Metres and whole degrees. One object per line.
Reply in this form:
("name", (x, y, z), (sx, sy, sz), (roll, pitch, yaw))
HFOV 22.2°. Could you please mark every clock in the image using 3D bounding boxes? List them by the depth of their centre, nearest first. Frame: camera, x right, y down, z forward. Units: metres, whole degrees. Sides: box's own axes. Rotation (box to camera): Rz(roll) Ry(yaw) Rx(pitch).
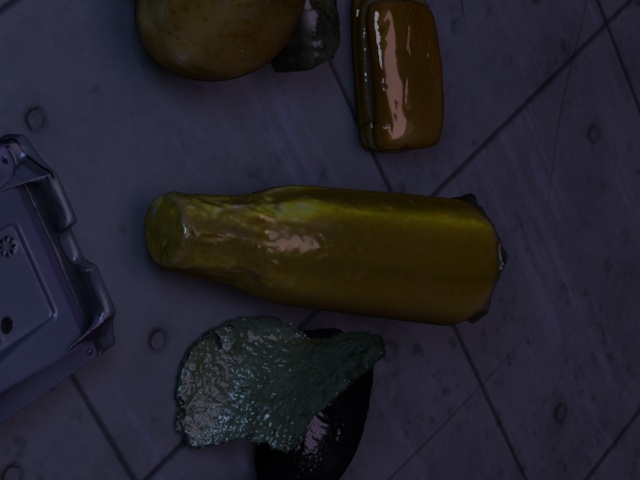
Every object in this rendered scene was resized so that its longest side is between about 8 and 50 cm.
("clock", (-0.308, 0.044, 1.558), (0.186, 0.083, 0.253), (-36, 115, -37))

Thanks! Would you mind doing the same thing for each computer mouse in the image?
("computer mouse", (-0.003, 0.205, 1.857), (0.122, 0.073, 0.217), (29, 69, -39))

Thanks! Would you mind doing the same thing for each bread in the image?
("bread", (0.095, -0.205, 1.953), (0.116, 0.077, 0.200), (-6, 93, -36))

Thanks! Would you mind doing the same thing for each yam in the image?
("yam", (-0.032, -0.284, 1.809), (0.107, 0.107, 0.183), (-24, 109, -41))

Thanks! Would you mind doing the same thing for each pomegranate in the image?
("pomegranate", (-0.114, -0.254, 1.680), (0.196, 0.196, 0.196), (0, 90, -44))

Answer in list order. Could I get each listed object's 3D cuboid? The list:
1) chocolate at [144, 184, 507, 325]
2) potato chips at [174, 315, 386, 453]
("chocolate", (0.000, 0.000, 1.820), (0.445, 0.162, 0.162), (8, 85, -39))
("potato chips", (-0.043, 0.150, 1.780), (0.059, 0.228, 0.167), (91, 1, -57))
